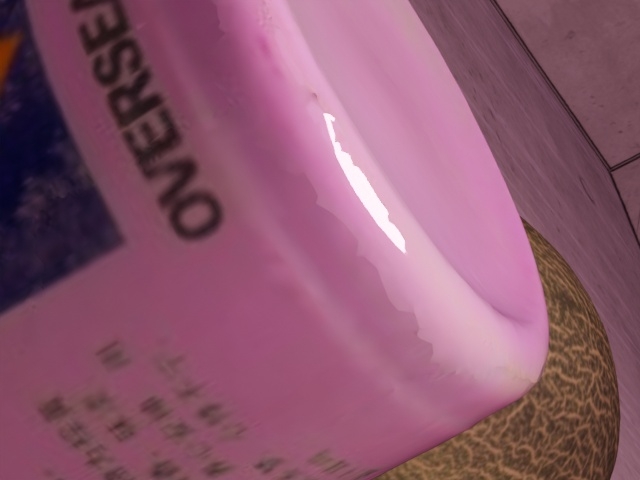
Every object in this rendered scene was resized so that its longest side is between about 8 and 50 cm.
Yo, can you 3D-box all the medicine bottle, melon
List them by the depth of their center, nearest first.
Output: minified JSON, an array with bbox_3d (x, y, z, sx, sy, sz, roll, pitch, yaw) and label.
[{"bbox_3d":[-0.101,0.025,0.490,0.178,0.290,0.178,55,16,-24],"label":"medicine bottle"},{"bbox_3d":[0.026,0.077,0.914,0.301,0.237,0.237,37,28,-51],"label":"melon"}]
